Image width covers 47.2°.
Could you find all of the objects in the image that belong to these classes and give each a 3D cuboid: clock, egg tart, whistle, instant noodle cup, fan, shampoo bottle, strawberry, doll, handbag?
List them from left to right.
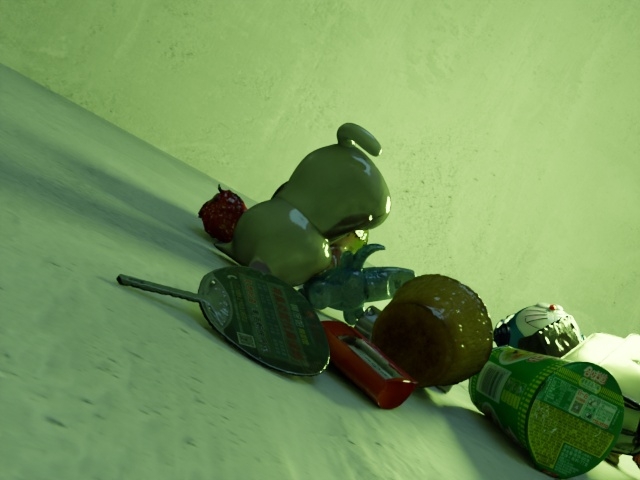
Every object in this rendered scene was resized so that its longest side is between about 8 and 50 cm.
[{"bbox_3d":[-0.176,-0.013,1.671,0.228,0.098,0.174,41,-13,-4],"label":"strawberry"},{"bbox_3d":[-0.099,0.110,0.990,0.294,0.012,0.223,-2,40,-50],"label":"fan"},{"bbox_3d":[-0.014,-0.051,1.527,0.215,0.370,0.226,35,-11,46],"label":"doll"},{"bbox_3d":[0.078,0.100,1.563,0.269,0.180,0.093,-7,12,-13],"label":"whistle"},{"bbox_3d":[0.060,0.188,1.102,0.155,0.061,0.113,37,9,32],"label":"clock"},{"bbox_3d":[0.178,0.216,1.482,0.227,0.055,0.086,31,36,15],"label":"shampoo bottle"},{"bbox_3d":[0.188,0.170,1.314,0.215,0.215,0.171,32,20,25],"label":"egg tart"},{"bbox_3d":[0.386,0.290,1.331,0.207,0.207,0.233,28,-4,-22],"label":"instant noodle cup"},{"bbox_3d":[0.659,0.321,2.159,0.284,0.240,0.309,5,37,-4],"label":"doll"},{"bbox_3d":[0.652,0.325,1.607,0.237,0.160,0.359,13,18,37],"label":"handbag"}]

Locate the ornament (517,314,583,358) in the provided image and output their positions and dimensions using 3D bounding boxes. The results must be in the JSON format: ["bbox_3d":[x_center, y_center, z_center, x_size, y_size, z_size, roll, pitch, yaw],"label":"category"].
[{"bbox_3d":[0.491,0.293,1.794,0.251,0.260,0.106,-9,70,-51],"label":"ornament"}]

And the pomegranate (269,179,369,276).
[{"bbox_3d":[0.000,0.000,1.832,0.285,0.285,0.340,27,32,-37],"label":"pomegranate"}]

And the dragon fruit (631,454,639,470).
[{"bbox_3d":[0.835,0.487,1.672,0.253,0.240,0.241,13,2,8],"label":"dragon fruit"}]

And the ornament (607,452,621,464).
[{"bbox_3d":[0.656,0.470,1.813,0.201,0.059,0.180,34,5,21],"label":"ornament"}]
